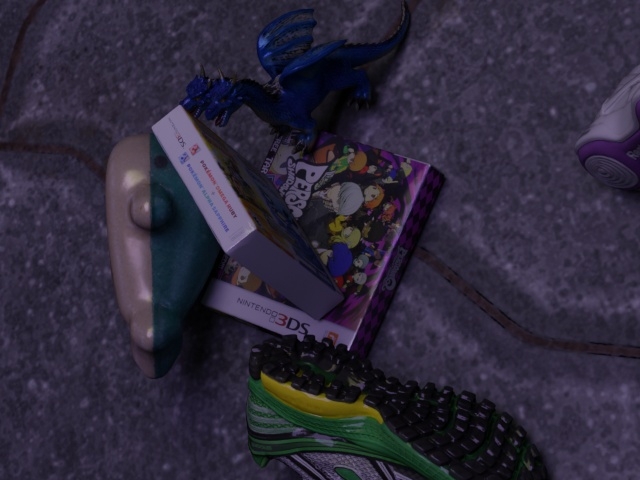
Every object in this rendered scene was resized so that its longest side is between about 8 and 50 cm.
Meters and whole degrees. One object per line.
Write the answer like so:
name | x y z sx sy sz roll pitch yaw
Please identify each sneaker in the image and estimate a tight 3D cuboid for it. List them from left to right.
sneaker | 0.076 0.217 1.947 0.343 0.134 0.146 23 120 28
sneaker | 0.350 -0.146 1.844 0.152 0.114 0.305 -58 14 -18

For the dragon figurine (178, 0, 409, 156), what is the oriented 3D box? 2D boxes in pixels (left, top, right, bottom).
dragon figurine | -0.014 -0.192 2.093 0.289 0.144 0.085 -37 48 -8

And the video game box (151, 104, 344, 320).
video game box | -0.073 -0.027 2.007 0.048 0.205 0.187 -40 56 7

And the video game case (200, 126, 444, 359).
video game case | 0.000 0.000 2.104 0.210 0.042 0.232 20 82 35

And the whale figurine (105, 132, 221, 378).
whale figurine | -0.162 0.012 2.118 0.141 0.216 0.272 -3 60 -6
